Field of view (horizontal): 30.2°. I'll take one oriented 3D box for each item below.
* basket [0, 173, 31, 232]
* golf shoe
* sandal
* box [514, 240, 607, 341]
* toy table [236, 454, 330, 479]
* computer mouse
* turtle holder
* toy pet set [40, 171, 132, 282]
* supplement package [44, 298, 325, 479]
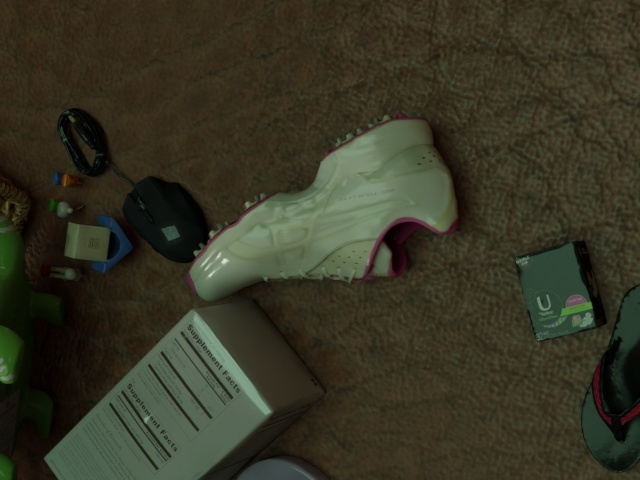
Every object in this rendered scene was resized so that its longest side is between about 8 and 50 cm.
[{"bbox_3d":[-0.517,0.016,1.358,0.223,0.213,0.299,36,105,20],"label":"basket"},{"bbox_3d":[0.000,0.000,1.185,0.306,0.115,0.140,-33,82,22],"label":"golf shoe"},{"bbox_3d":[0.282,0.128,1.097,0.067,0.040,0.179,15,97,23],"label":"sandal"},{"bbox_3d":[0.226,0.047,1.114,0.062,0.052,0.083,-16,84,22],"label":"box"},{"bbox_3d":[-0.050,0.365,1.188,0.252,0.161,0.274,-24,81,23],"label":"toy table"},{"bbox_3d":[-0.217,-0.064,1.316,0.242,0.041,0.071,41,107,18],"label":"computer mouse"},{"bbox_3d":[-0.413,0.119,1.265,0.227,0.243,0.320,8,126,1],"label":"turtle holder"},{"bbox_3d":[-0.262,-0.010,1.341,0.114,0.065,0.122,11,94,59],"label":"toy pet set"},{"bbox_3d":[-0.140,0.192,1.235,0.244,0.139,0.134,-44,75,17],"label":"supplement package"}]
